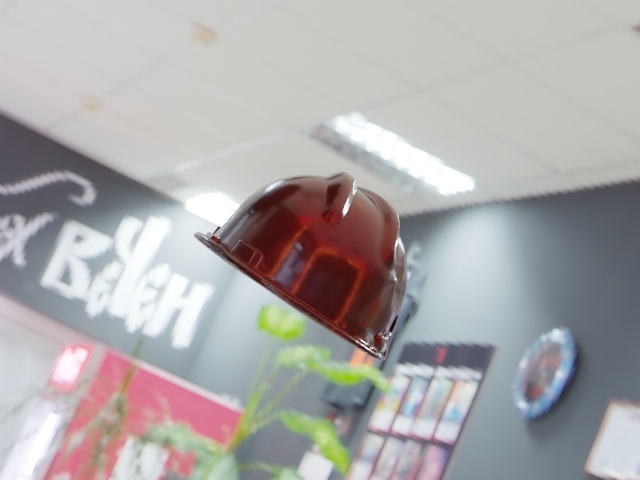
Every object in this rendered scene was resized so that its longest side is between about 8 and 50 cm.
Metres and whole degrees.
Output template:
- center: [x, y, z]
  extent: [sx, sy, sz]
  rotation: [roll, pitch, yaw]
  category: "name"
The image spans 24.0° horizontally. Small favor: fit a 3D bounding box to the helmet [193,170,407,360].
- center: [0.000, 0.000, 0.599]
  extent: [0.089, 0.057, 0.111]
  rotation: [31, -1, -18]
  category: "helmet"
